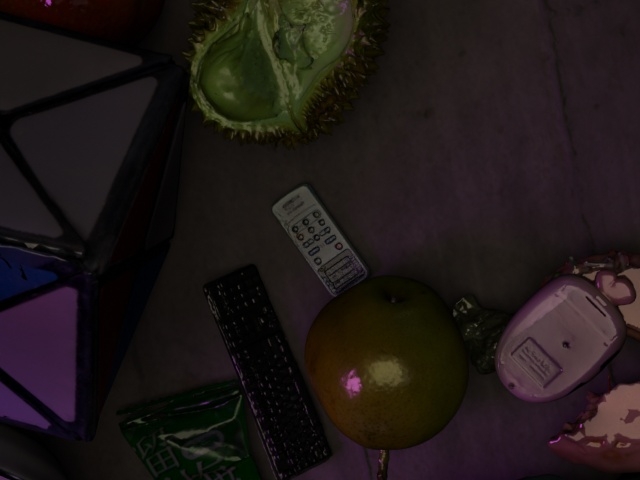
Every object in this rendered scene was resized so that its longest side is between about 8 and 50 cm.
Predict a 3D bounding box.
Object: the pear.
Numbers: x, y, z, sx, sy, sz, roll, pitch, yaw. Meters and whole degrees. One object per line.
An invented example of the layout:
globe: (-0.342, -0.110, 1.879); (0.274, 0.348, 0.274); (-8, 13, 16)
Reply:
pear: (0.068, 0.147, 1.864); (0.166, 0.180, 0.216); (-16, 121, -26)

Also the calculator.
calculator: (0.247, 0.095, 1.820); (0.103, 0.024, 0.166); (45, 104, 4)

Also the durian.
durian: (-0.034, -0.211, 1.823); (0.200, 0.176, 0.237); (25, 105, -7)

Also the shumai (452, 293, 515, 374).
shumai: (0.176, 0.090, 1.889); (0.083, 0.082, 0.080); (-40, 90, -12)

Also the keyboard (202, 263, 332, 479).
keyboard: (-0.054, 0.141, 1.930); (0.072, 0.023, 0.231); (-23, 94, -26)

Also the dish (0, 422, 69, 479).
dish: (-0.385, 0.225, 1.903); (0.316, 0.316, 0.106); (16, 63, 5)

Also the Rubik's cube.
Rubik's cube: (-0.321, -0.021, 1.760); (0.310, 0.305, 0.307); (15, 143, 5)

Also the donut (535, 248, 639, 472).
donut: (0.326, 0.121, 1.866); (0.199, 0.085, 0.232); (-3, 96, 8)

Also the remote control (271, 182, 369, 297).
remote control: (0.000, 0.000, 1.923); (0.053, 0.018, 0.124); (-34, 92, 10)

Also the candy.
candy: (-0.127, 0.260, 1.944); (0.141, 0.078, 0.203); (-17, 82, -2)

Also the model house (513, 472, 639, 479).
model house: (0.225, 0.387, 1.857); (0.249, 0.230, 0.280); (-6, 93, 17)

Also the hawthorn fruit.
hawthorn fruit: (-0.276, -0.260, 1.848); (0.226, 0.196, 0.196); (-22, 94, 27)
